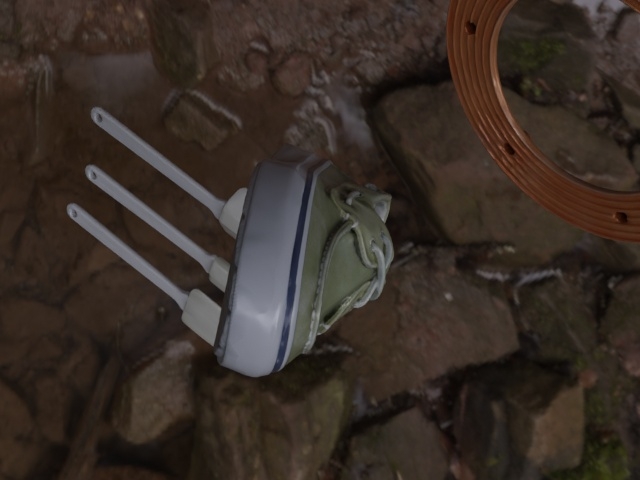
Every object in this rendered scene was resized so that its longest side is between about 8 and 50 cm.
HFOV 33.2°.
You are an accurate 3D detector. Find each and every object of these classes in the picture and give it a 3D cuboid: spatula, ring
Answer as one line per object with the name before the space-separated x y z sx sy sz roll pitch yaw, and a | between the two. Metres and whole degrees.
spatula | -0.128 -0.009 0.961 0.242 0.019 0.168 38 132 16
ring | 0.257 -0.143 1.005 0.032 0.336 0.337 -37 123 -29

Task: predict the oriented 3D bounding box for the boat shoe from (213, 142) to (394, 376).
boat shoe | 0.000 0.000 0.670 0.094 0.302 0.109 14 109 0
